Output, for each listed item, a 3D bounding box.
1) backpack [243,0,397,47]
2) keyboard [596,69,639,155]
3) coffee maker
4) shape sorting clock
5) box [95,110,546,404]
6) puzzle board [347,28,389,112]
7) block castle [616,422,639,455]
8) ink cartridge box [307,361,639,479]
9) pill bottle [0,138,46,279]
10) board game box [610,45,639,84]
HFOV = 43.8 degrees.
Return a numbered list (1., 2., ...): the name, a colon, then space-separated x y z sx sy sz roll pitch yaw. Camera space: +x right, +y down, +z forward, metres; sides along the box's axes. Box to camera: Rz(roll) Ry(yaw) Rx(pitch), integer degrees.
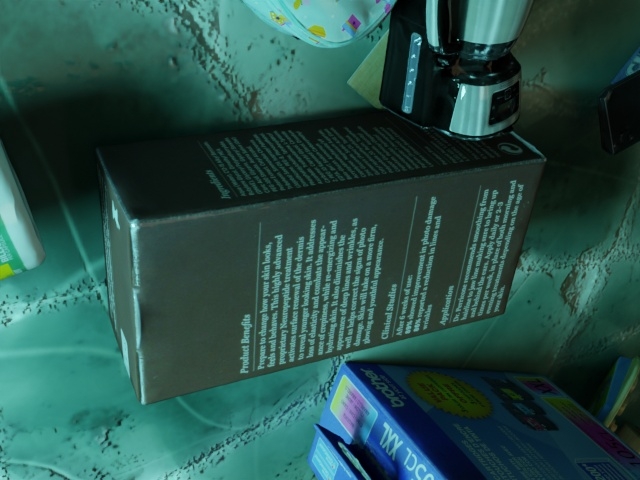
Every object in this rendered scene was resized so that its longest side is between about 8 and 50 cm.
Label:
1. backpack: -0.022 -0.230 0.608 0.152 0.115 0.182 -41 122 3
2. keyboard: 0.384 -0.156 0.879 0.180 0.023 0.108 -28 121 -10
3. coffee maker: 0.112 -0.199 0.684 0.120 0.171 0.178 -11 133 -17
4. shape sorting clock: 0.390 0.250 1.102 0.206 0.040 0.206 -55 164 -23
5. box: 0.000 0.000 0.738 0.382 0.143 0.191 -11 127 -25
6. puzzle board: 0.096 -0.178 0.773 0.096 0.011 0.128 34 98 -36
7. block castle: 0.551 0.468 1.183 0.453 0.303 0.212 30 99 -46
8. ink cartridge box: 0.170 0.271 0.906 0.396 0.270 0.151 7 110 -31
9. pill bottle: -0.323 0.000 0.583 0.208 0.117 0.117 -21 125 -17
10. board game box: 0.464 -0.230 0.920 0.165 0.042 0.243 33 99 -37
